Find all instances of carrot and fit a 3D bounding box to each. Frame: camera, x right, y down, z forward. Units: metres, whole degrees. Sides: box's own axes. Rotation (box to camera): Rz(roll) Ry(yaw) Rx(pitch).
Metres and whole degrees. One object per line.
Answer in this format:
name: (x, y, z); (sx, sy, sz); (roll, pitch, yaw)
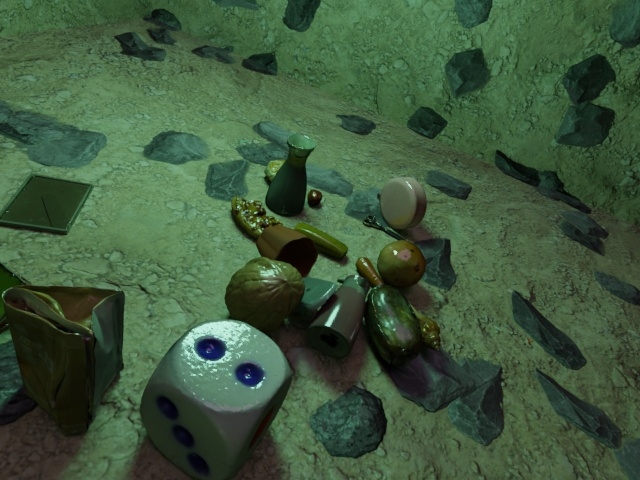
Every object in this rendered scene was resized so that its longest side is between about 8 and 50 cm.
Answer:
carrot: (0.208, 0.156, 1.623); (0.061, 0.061, 0.256); (-9, 50, -33)

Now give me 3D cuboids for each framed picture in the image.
framed picture: (-0.939, -0.132, 1.469); (0.212, 0.020, 0.289); (9, 37, -15)

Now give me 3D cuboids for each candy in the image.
candy: (0.373, -0.175, 1.966); (0.095, 0.255, 0.255); (-8, 45, -32)

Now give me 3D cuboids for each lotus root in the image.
lotus root: (0.232, 0.272, 1.396); (0.160, 0.151, 0.274); (-8, 48, -9)

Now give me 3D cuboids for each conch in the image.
conch: (0.329, 0.284, 1.498); (0.110, 0.093, 0.330); (12, 17, -24)

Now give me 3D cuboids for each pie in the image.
pie: (-0.165, -0.307, 2.005); (0.205, 0.084, 0.178); (5, 40, -23)

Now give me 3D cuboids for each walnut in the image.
walnut: (-0.167, 0.159, 1.274); (0.225, 0.261, 0.224); (15, 63, -31)

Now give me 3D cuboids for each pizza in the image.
pizza: (-0.240, -0.083, 1.685); (0.306, 0.085, 0.161); (37, 39, 19)

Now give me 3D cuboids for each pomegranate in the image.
pomegranate: (0.306, 0.094, 1.637); (0.192, 0.191, 0.191); (13, 37, -10)

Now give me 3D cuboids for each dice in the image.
dice: (-0.235, 0.360, 0.981); (0.251, 0.259, 0.243); (29, 35, 13)

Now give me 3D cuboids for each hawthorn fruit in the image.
hawthorn fruit: (-0.027, -0.194, 1.942); (0.077, 0.077, 0.077); (13, 37, -10)

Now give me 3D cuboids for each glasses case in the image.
glasses case: (0.000, 0.000, 1.708); (0.234, 0.064, 0.079); (28, 35, 10)

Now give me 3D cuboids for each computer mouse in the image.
computer mouse: (-0.030, 0.182, 1.374); (0.128, 0.079, 0.231); (-40, 20, -21)

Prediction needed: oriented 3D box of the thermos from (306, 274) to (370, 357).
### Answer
thermos: (0.068, 0.230, 1.366); (0.146, 0.176, 0.265); (39, 45, -6)

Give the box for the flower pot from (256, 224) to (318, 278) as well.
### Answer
flower pot: (-0.131, 0.033, 1.520); (0.191, 0.190, 0.173); (-11, 35, -35)

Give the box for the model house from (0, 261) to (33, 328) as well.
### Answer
model house: (-0.866, 0.147, 1.081); (0.294, 0.154, 0.207); (31, 70, 14)

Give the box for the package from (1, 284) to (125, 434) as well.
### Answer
package: (-0.543, 0.260, 0.910); (0.222, 0.311, 0.165); (5, 37, -22)

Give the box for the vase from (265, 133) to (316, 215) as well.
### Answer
vase: (-0.115, -0.276, 1.790); (0.174, 0.321, 0.173); (14, 37, -11)

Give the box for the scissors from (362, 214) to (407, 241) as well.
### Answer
scissors: (0.298, -0.047, 1.953); (0.220, 0.017, 0.088); (32, 37, 14)
